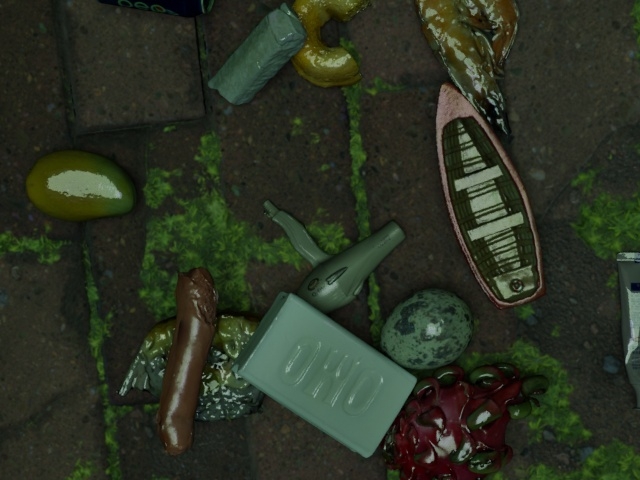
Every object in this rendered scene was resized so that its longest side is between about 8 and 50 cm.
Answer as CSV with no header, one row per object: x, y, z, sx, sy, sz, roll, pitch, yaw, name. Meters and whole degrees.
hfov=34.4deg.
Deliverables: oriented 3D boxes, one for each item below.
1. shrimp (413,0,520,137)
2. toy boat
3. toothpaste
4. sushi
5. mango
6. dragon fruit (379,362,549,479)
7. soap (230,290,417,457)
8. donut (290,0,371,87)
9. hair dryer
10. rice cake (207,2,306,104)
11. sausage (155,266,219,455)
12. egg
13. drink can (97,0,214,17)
0.271,-0.327,1.732,0.164,0.062,0.317,-25,91,2,shrimp
0.274,-0.078,1.739,0.136,0.079,0.392,-20,93,9,toy boat
0.552,0.153,1.746,0.096,0.061,0.266,-1,87,7,toothpaste
-0.199,0.214,1.781,0.274,0.139,0.184,-3,91,9,sushi
-0.415,-0.092,1.803,0.194,0.092,0.130,17,94,0,mango
0.231,0.301,1.722,0.198,0.218,0.273,29,93,-29,dragon fruit
0.007,0.220,1.701,0.265,0.087,0.160,36,80,-13,soap
0.006,-0.352,1.749,0.146,0.078,0.181,8,93,4,donut
0.033,0.002,1.785,0.219,0.088,0.225,-19,77,0,hair dryer
-0.101,-0.304,1.730,0.206,0.063,0.069,-43,67,36,rice cake
-0.217,0.193,1.676,0.078,0.078,0.304,9,88,5,sausage
0.176,0.152,1.741,0.172,0.132,0.132,-30,91,24,egg
-0.281,-0.445,1.749,0.204,0.118,0.118,11,95,6,drink can
